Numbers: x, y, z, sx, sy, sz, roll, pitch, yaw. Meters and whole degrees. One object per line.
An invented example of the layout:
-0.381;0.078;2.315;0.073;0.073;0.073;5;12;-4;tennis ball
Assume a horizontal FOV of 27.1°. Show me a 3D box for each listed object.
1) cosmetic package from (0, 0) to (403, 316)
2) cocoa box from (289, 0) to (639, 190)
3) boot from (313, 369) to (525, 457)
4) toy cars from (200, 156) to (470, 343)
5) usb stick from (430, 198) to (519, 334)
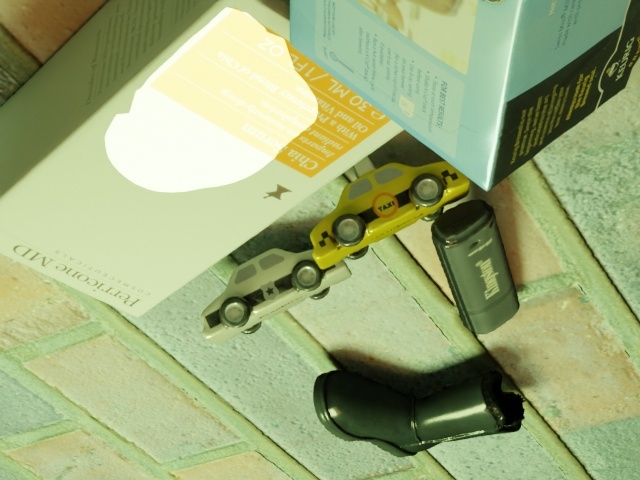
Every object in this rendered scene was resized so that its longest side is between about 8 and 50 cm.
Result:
-0.131;-0.120;1.292;0.230;0.161;0.453;28;136;-31;cosmetic package
0.130;-0.257;0.954;0.228;0.231;0.347;-37;151;-26;cocoa box
0.137;0.215;1.780;0.207;0.094;0.246;-21;144;31;boot
0.000;0.000;1.504;0.176;0.087;0.394;-15;164;-47;toy cars
0.183;0.035;1.543;0.077;0.045;0.278;-27;150;1;usb stick
